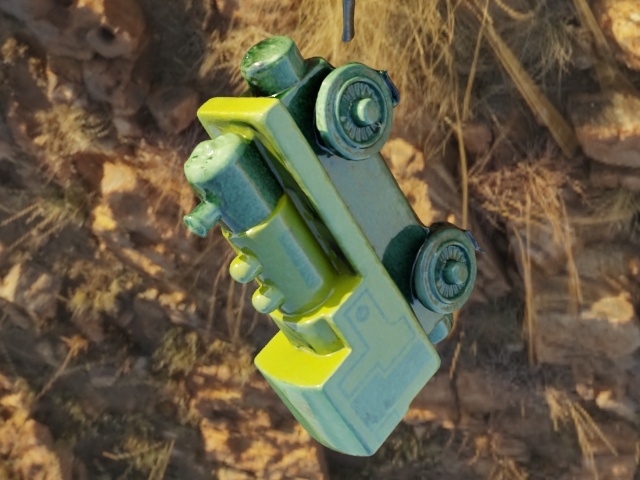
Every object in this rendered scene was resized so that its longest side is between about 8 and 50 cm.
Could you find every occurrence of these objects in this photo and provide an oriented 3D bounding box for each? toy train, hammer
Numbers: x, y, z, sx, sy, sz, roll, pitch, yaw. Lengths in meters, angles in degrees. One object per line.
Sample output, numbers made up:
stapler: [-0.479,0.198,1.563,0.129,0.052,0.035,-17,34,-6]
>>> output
toy train: [0.000,0.000,0.854,0.150,0.237,0.369,11,142,51]
hammer: [0.038,-0.377,1.353,0.029,0.103,0.246,40,157,20]
